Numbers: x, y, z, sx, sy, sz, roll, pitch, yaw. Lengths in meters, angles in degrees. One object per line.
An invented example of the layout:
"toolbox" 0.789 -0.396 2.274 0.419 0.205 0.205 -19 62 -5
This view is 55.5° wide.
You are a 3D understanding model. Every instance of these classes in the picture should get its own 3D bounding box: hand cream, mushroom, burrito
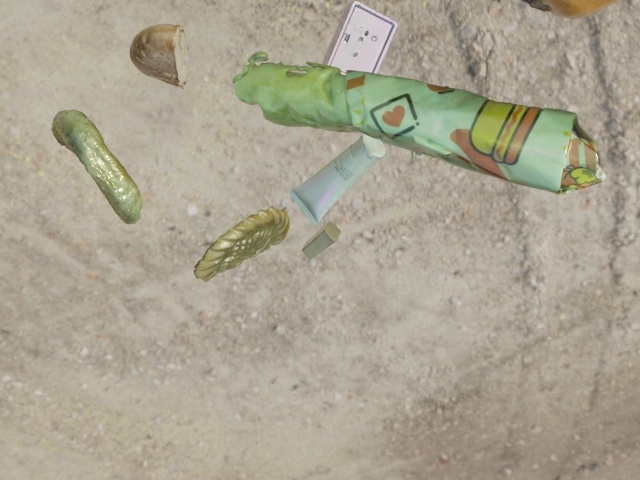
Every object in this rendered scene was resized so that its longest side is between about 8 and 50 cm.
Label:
"hand cream" 0.025 -0.102 1.009 0.078 0.050 0.205 50 132 -1
"mushroom" -0.453 -0.521 1.697 0.151 0.155 0.286 7 173 -8
"burrito" 0.064 -0.089 0.449 0.288 0.104 0.054 19 99 27

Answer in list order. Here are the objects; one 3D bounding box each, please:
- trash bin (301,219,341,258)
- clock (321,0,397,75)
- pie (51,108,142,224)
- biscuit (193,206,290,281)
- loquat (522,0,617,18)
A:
"trash bin" 0.000 0.000 1.526 0.092 0.061 0.043 -38 102 29
"clock" 0.106 -0.547 1.701 0.150 0.063 0.197 19 103 -21
"pie" -0.458 -0.157 1.276 0.079 0.277 0.277 -39 130 -14
"biscuit" -0.171 -0.002 1.440 0.036 0.274 0.187 49 147 18
"loquat" 0.535 -0.634 1.260 0.329 0.328 0.328 4 134 4
